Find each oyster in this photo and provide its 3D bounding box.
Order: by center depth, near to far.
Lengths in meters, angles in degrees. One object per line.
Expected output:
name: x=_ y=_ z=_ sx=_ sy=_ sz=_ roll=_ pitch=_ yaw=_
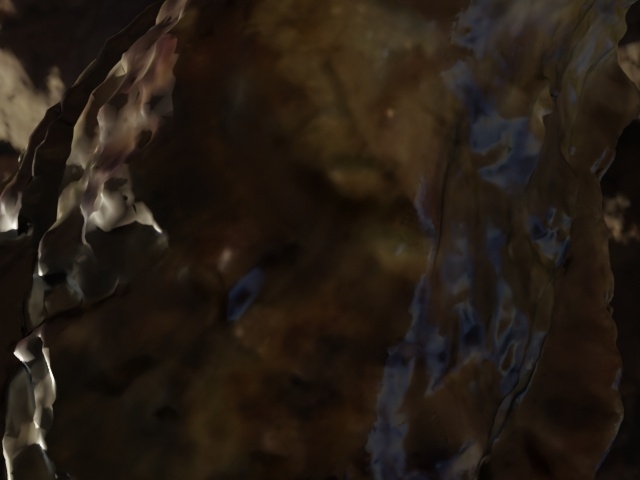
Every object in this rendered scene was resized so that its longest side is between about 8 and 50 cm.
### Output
oyster: x=-0.001 y=0.000 z=0.466 sx=0.275 sy=0.100 sz=0.271 roll=-3 pitch=-93 yaw=1

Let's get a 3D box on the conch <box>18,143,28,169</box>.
conch: x=-0.055 y=-0.028 z=0.863 sx=0.178 sy=0.245 sz=0.163 roll=-49 pitch=-129 yaw=38
